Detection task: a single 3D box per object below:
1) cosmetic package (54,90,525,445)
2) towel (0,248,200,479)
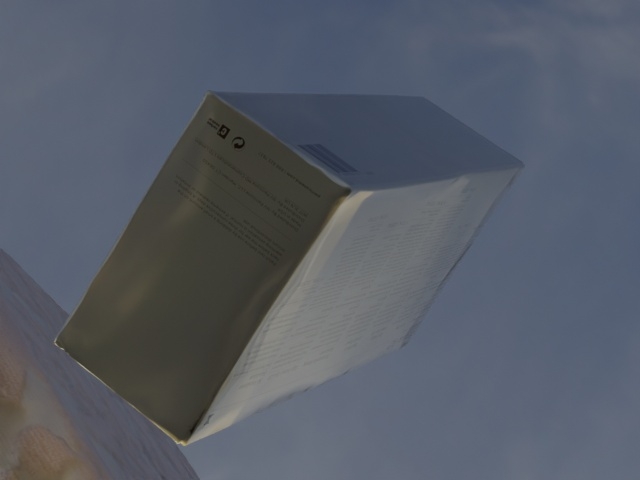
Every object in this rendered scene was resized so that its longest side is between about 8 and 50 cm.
[{"bbox_3d":[0.000,0.000,0.640,0.060,0.239,0.099,34,-77,14],"label":"cosmetic package"},{"bbox_3d":[-0.072,0.148,0.772,0.053,0.332,0.317,-36,-27,-3],"label":"towel"}]
